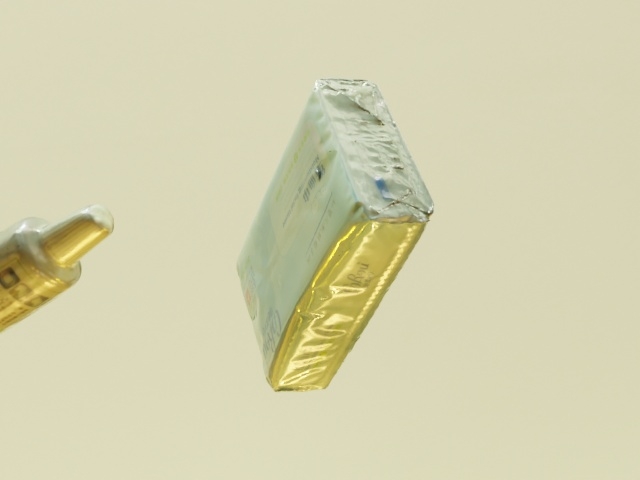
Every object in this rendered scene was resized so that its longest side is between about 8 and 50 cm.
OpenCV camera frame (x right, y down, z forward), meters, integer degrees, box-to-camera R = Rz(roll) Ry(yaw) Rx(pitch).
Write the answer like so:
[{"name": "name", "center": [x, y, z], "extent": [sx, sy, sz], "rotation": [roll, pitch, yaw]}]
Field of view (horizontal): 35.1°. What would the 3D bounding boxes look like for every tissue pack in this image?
[{"name": "tissue pack", "center": [0.000, 0.000, 0.961], "extent": [0.089, 0.263, 0.177], "rotation": [0, -130, -25]}]

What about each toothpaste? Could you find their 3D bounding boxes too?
[{"name": "toothpaste", "center": [-0.154, 0.039, 0.376], "extent": [0.197, 0.048, 0.029], "rotation": [-31, -126, 18]}]
